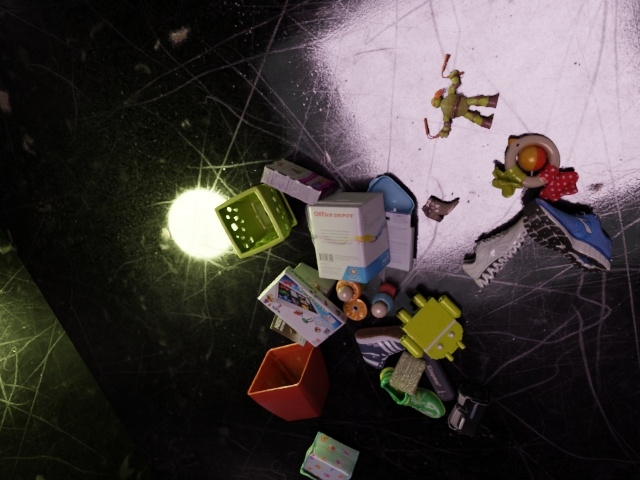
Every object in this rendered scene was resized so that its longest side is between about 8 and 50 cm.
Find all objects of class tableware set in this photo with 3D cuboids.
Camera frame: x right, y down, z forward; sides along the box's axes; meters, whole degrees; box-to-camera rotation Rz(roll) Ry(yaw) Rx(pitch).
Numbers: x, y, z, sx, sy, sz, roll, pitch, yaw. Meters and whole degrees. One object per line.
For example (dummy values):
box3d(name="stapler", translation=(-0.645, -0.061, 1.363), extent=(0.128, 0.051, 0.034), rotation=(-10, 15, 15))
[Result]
box3d(name="tableware set", translation=(-0.071, 0.197, 1.799), extent=(0.154, 0.024, 0.104), rotation=(-7, 114, 21))

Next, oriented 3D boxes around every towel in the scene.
box3d(name="towel", translation=(0.345, 0.523, 1.812), extent=(0.110, 0.027, 0.148), rotation=(22, 86, 24))

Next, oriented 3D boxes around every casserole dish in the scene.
box3d(name="casserole dish", translation=(0.257, -0.154, 1.661), extent=(0.188, 0.037, 0.114), rotation=(45, 119, 1))

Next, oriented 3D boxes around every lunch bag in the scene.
box3d(name="lunch bag", translation=(0.032, 1.055, 2.146), extent=(0.223, 0.160, 0.262), rotation=(25, 128, 8))

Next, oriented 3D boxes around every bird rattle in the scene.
box3d(name="bird rattle", translation=(0.667, -0.224, 1.426), extent=(0.253, 0.143, 0.207), rotation=(3, 94, 18))

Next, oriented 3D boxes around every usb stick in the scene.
box3d(name="usb stick", translation=(0.454, 0.518, 1.833), extent=(0.077, 0.045, 0.278), rotation=(-24, 100, 27))

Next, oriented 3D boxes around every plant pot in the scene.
box3d(name="plant pot", translation=(-0.106, 0.626, 1.990), extent=(0.267, 0.267, 0.235), rotation=(-20, 113, 27))
box3d(name="plant pot", translation=(-0.234, -0.094, 1.783), extent=(0.228, 0.207, 0.227), rotation=(-22, 101, 27))

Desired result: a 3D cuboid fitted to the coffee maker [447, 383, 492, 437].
box3d(name="coffee maker", translation=(0.606, 0.667, 1.804), extent=(0.171, 0.120, 0.178), rotation=(7, 115, -7))

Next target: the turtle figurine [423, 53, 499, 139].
box3d(name="turtle figurine", translation=(0.443, -0.438, 1.449), extent=(0.217, 0.087, 0.269), rotation=(15, 114, 16))

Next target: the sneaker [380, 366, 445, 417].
box3d(name="sneaker", translation=(0.364, 0.642, 1.872), extent=(0.295, 0.123, 0.109), rotation=(31, 117, 7))

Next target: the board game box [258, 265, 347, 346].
box3d(name="board game box", translation=(-0.070, 0.261, 1.786), extent=(0.305, 0.053, 0.193), rotation=(42, 122, -6))

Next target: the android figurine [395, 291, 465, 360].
box3d(name="android figurine", translation=(0.418, 0.329, 1.717), extent=(0.248, 0.056, 0.273), rotation=(-43, 88, -5))

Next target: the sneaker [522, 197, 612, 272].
box3d(name="sneaker", translation=(0.780, -0.037, 1.441), extent=(0.330, 0.147, 0.130), rotation=(34, 161, -11))

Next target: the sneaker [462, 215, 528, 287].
box3d(name="sneaker", translation=(0.598, 0.026, 1.561), extent=(0.118, 0.110, 0.292), rotation=(40, 119, 14))

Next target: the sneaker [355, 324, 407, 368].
box3d(name="sneaker", translation=(0.288, 0.429, 1.837), extent=(0.282, 0.099, 0.153), rotation=(-6, 111, 22))

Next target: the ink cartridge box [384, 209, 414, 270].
box3d(name="ink cartridge box", translation=(0.236, -0.013, 1.695), extent=(0.223, 0.045, 0.224), rotation=(12, 116, 30))

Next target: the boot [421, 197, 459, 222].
box3d(name="boot", translation=(0.415, -0.121, 1.609), extent=(0.087, 0.042, 0.118), rotation=(42, 118, 5))

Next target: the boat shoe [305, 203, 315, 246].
box3d(name="boat shoe", translation=(0.000, 0.000, 1.779), extent=(0.099, 0.116, 0.319), rotation=(-13, 103, 46))

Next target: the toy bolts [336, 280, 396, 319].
box3d(name="toy bolts", translation=(0.169, 0.250, 1.780), extent=(0.228, 0.158, 0.218), rotation=(10, 113, 18))

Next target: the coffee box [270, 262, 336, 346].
box3d(name="coffee box", translation=(-0.074, 0.267, 1.906), extent=(0.168, 0.119, 0.297), rotation=(27, 116, 9))

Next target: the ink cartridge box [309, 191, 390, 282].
box3d(name="ink cartridge box", translation=(0.108, -0.019, 1.623), extent=(0.198, 0.197, 0.270), rotation=(5, 112, 34))

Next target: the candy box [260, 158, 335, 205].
box3d(name="candy box", translation=(-0.081, -0.217, 1.702), extent=(0.233, 0.159, 0.071), rotation=(27, 116, 12))
